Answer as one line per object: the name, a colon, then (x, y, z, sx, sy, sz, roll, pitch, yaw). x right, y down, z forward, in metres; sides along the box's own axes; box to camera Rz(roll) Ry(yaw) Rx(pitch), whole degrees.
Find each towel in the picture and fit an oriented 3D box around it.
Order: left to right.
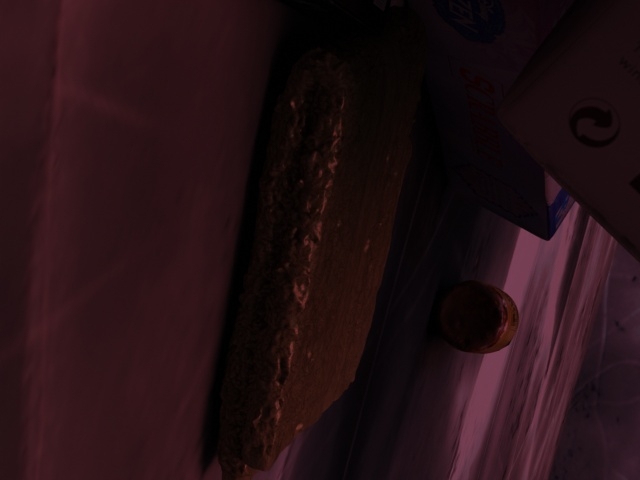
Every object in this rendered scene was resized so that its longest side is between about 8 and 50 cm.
towel: (0.000, 0.000, 0.546, 0.110, 0.027, 0.148, -41, 145, -66)

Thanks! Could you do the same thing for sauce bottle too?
sauce bottle: (0.093, 0.045, 0.960, 0.128, 0.042, 0.042, 14, 91, -79)

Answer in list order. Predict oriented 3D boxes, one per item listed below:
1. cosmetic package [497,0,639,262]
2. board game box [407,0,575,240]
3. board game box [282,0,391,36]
cosmetic package: (0.235, -0.133, 0.439, 0.365, 0.155, 0.197, -45, -178, 35)
board game box: (0.151, -0.187, 0.713, 0.318, 0.066, 0.318, -57, 164, -9)
board game box: (0.002, -0.126, 0.410, 0.186, 0.026, 0.126, 6, 98, -77)
